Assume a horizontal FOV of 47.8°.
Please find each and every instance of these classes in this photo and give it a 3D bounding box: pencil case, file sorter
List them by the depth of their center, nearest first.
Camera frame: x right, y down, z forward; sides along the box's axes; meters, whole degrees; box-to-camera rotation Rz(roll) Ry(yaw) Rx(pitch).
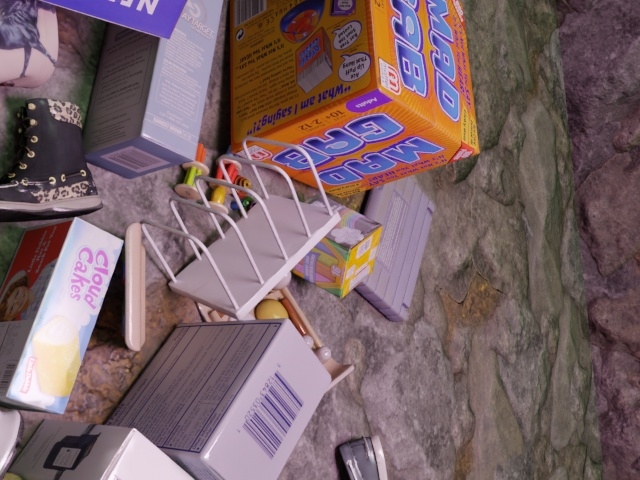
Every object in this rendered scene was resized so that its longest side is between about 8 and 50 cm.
[{"bbox_3d":[-0.534,-0.255,0.927,0.410,0.183,0.160,-27,112,-50],"label":"pencil case"},{"bbox_3d":[-0.140,-0.036,1.266,0.277,0.192,0.173,-45,132,-29],"label":"file sorter"}]

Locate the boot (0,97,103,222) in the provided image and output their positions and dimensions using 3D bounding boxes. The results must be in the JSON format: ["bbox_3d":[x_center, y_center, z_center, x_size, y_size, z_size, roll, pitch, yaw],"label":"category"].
[{"bbox_3d":[-0.447,-0.121,1.082,0.236,0.085,0.179,-5,84,-51],"label":"boot"}]

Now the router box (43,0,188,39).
[{"bbox_3d":[-0.401,-0.432,1.037,0.335,0.301,0.082,3,126,-50],"label":"router box"}]

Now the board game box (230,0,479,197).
[{"bbox_3d":[0.065,-0.337,1.466,0.356,0.356,0.356,19,63,-48],"label":"board game box"}]

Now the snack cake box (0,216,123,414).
[{"bbox_3d":[-0.400,0.108,1.041,0.089,0.152,0.264,33,61,-40],"label":"snack cake box"}]

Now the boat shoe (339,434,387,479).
[{"bbox_3d":[0.100,0.595,1.617,0.099,0.116,0.320,-6,98,-7],"label":"boat shoe"}]

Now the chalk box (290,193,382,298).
[{"bbox_3d":[0.000,0.000,1.516,0.132,0.213,0.132,-36,144,-44],"label":"chalk box"}]

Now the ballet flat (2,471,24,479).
[{"bbox_3d":[-0.446,0.487,0.938,0.123,0.123,0.349,21,70,-46],"label":"ballet flat"}]

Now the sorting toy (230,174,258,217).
[{"bbox_3d":[-0.148,-0.084,1.450,0.061,0.042,0.102,-51,121,-41],"label":"sorting toy"}]

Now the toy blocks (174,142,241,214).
[{"bbox_3d":[-0.208,-0.139,1.381,0.123,0.054,0.148,35,58,-41],"label":"toy blocks"}]

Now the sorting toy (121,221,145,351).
[{"bbox_3d":[-0.303,0.079,1.157,0.038,0.208,0.193,0,83,-12],"label":"sorting toy"}]

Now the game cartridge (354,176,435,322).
[{"bbox_3d":[0.176,-0.004,1.808,0.230,0.068,0.355,40,56,-34],"label":"game cartridge"}]

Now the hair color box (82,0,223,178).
[{"bbox_3d":[-0.279,-0.308,1.223,0.113,0.185,0.375,23,67,-45],"label":"hair color box"}]

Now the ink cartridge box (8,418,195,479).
[{"bbox_3d":[-0.307,0.351,1.043,0.172,0.237,0.100,53,48,-30],"label":"ink cartridge box"}]

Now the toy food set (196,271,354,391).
[{"bbox_3d":[-0.079,0.168,1.397,0.219,0.092,0.306,-29,85,-48],"label":"toy food set"}]

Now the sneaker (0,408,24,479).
[{"bbox_3d":[-0.573,0.357,0.834,0.257,0.169,0.448,35,59,-23],"label":"sneaker"}]

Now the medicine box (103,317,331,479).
[{"bbox_3d":[-0.175,0.273,1.170,0.149,0.289,0.263,56,47,-27],"label":"medicine box"}]
